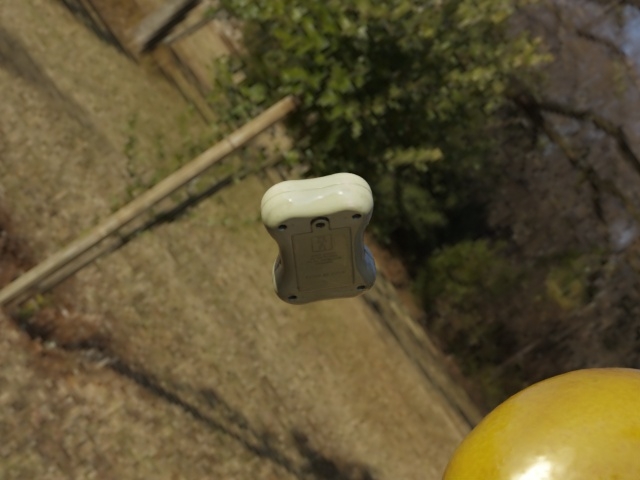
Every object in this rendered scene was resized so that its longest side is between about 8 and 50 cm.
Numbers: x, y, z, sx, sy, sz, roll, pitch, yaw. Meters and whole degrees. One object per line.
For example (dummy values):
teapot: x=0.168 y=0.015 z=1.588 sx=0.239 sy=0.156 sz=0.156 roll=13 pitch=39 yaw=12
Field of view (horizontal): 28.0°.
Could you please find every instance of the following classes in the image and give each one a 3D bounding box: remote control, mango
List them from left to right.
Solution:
remote control: x=0.000 y=0.000 z=0.863 sx=0.122 sy=0.074 sz=0.032 roll=86 pitch=-5 yaw=-54
mango: x=0.288 y=0.270 z=1.027 sx=0.446 sy=0.300 sz=0.232 roll=30 pitch=-14 yaw=-14
